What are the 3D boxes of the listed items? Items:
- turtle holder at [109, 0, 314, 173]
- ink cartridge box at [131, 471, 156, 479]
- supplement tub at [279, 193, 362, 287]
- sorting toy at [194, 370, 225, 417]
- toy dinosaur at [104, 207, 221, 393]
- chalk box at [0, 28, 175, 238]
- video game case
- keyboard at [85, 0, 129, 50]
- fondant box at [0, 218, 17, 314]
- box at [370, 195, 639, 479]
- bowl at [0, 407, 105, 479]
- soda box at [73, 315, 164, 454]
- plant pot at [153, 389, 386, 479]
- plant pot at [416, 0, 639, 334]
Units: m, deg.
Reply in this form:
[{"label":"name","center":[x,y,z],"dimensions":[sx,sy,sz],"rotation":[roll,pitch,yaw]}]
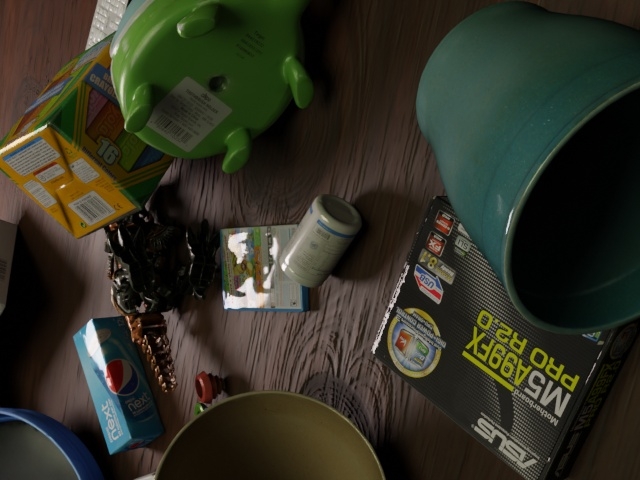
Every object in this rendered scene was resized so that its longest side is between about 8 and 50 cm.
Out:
[{"label":"turtle holder","center":[-0.145,-0.274,1.340],"dimensions":[0.227,0.243,0.320],"rotation":[64,142,44]},{"label":"ink cartridge box","center":[-0.312,0.469,1.604],"dimensions":[0.332,0.065,0.165],"rotation":[-23,83,26]},{"label":"supplement tub","center":[0.000,0.000,1.321],"dimensions":[0.071,0.071,0.107],"rotation":[53,126,29]},{"label":"sorting toy","center":[-0.157,0.241,1.516],"dimensions":[0.061,0.042,0.102],"rotation":[36,129,55]},{"label":"toy dinosaur","center":[-0.252,0.058,1.556],"dimensions":[0.322,0.164,0.218],"rotation":[58,145,3]},{"label":"chalk box","center":[-0.304,-0.180,1.500],"dimensions":[0.180,0.179,0.289],"rotation":[-20,34,43]},{"label":"video game case","center":[-0.081,0.040,1.442],"dimensions":[0.166,0.015,0.119],"rotation":[-3,90,45]},{"label":"keyboard","center":[-0.370,-0.307,1.717],"dimensions":[0.072,0.014,0.256],"rotation":[38,117,37]},{"label":"fondant box","center":[-0.675,0.142,1.906],"dimensions":[0.330,0.096,0.238],"rotation":[-53,29,28]},{"label":"box","center":[0.196,0.104,1.137],"dimensions":[0.270,0.060,0.216],"rotation":[38,116,38]},{"label":"bowl","center":[-0.525,0.479,1.781],"dimensions":[0.391,0.077,0.391],"rotation":[2,95,25]},{"label":"soda box","center":[-0.327,0.230,1.658],"dimensions":[0.071,0.067,0.210],"rotation":[-39,66,39]},{"label":"plant pot","center":[-0.064,0.354,1.293],"dimensions":[0.191,0.284,0.284],"rotation":[97,149,-63]},{"label":"plant pot","center":[0.224,-0.094,0.975],"dimensions":[0.255,0.271,0.272],"rotation":[53,127,47]}]
